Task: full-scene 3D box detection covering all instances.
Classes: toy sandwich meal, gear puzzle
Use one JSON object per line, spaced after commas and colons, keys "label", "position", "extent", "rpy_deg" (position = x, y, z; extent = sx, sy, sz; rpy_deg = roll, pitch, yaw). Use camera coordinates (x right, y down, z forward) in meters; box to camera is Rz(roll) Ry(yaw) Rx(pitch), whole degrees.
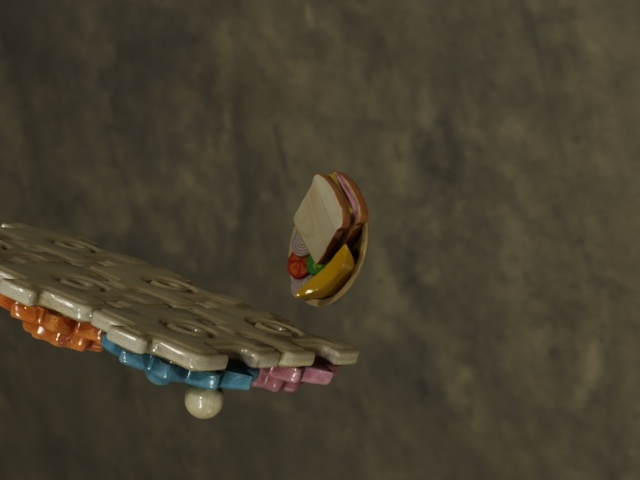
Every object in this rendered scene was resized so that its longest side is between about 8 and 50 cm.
{"label": "toy sandwich meal", "position": [0.000, 0.000, 1.141], "extent": [0.085, 0.029, 0.085], "rpy_deg": [-20, 64, 48]}
{"label": "gear puzzle", "position": [-0.157, 0.031, 1.077], "extent": [0.339, 0.175, 0.044], "rpy_deg": [20, 100, 32]}
